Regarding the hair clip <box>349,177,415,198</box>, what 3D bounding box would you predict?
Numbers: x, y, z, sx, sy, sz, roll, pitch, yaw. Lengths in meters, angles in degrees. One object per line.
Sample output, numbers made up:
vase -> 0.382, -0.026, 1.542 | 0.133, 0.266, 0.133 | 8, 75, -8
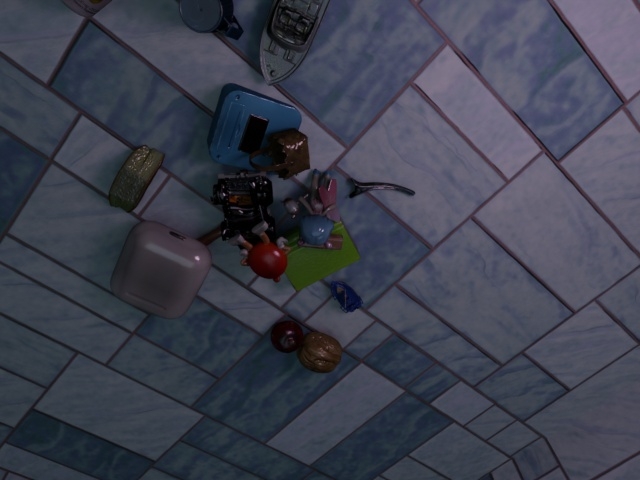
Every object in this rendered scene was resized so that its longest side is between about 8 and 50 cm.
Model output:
hair clip -> 0.213, -0.173, 1.542 | 0.229, 0.039, 0.070 | 1, 118, -6

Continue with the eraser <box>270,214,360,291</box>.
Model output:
eraser -> -0.022, 0.033, 1.611 | 0.274, 0.092, 0.210 | -26, 115, 9

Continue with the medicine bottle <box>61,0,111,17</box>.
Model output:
medicine bottle -> -0.526, -0.698, 1.120 | 0.288, 0.157, 0.157 | -30, 117, 13

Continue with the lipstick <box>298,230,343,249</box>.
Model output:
lipstick -> 0.000, 0.000, 1.525 | 0.145, 0.045, 0.045 | 5, 112, -7

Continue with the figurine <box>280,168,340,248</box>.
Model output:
figurine -> -0.028, -0.108, 1.463 | 0.205, 0.103, 0.261 | 8, 78, -6

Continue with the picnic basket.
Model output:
picnic basket -> -0.127, -0.249, 1.371 | 0.178, 0.128, 0.138 | -27, 131, -27

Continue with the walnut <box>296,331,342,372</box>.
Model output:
walnut -> 0.002, 0.448, 1.817 | 0.183, 0.155, 0.156 | 23, 116, -18

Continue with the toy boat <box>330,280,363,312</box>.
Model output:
toy boat -> 0.094, 0.216, 1.713 | 0.091, 0.110, 0.175 | -32, 115, 13

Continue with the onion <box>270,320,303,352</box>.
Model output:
onion -> -0.129, 0.376, 1.782 | 0.131, 0.131, 0.131 | -2, 120, -3

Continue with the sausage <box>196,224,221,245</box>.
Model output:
sausage -> -0.379, -0.016, 1.589 | 0.157, 0.036, 0.042 | -32, 125, 13

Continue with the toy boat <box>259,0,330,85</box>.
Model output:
toy boat -> -0.083, -0.577, 1.258 | 0.141, 0.092, 0.320 | 21, 117, -13

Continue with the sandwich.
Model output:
sandwich -> -0.595, -0.182, 1.450 | 0.094, 0.096, 0.258 | 31, 111, -14

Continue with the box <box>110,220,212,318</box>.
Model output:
box -> -0.549, 0.108, 1.571 | 0.288, 0.141, 0.349 | 26, 121, -15

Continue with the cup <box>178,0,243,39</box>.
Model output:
cup -> -0.284, -0.595, 1.198 | 0.176, 0.155, 0.131 | 34, 113, -19

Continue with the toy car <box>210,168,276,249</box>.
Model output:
toy car -> -0.244, -0.093, 1.490 | 0.192, 0.118, 0.301 | -5, 135, -4

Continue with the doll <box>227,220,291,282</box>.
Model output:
doll -> -0.180, 0.045, 1.509 | 0.183, 0.085, 0.217 | -26, 118, 20

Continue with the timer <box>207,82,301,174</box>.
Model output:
timer -> -0.205, -0.337, 1.414 | 0.249, 0.091, 0.232 | 13, 118, -25
